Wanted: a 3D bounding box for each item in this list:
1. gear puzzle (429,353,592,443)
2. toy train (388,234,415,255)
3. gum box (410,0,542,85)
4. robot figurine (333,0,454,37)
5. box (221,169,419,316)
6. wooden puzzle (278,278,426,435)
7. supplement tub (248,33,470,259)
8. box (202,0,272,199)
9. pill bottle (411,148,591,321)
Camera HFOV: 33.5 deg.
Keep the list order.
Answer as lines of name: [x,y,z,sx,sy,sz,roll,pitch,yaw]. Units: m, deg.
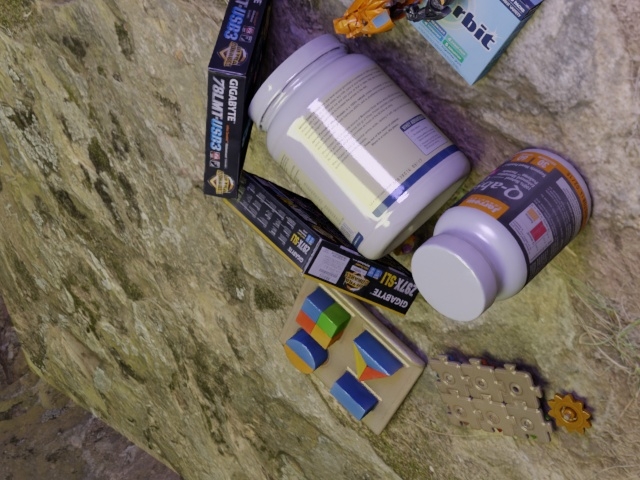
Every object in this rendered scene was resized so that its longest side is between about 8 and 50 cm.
gear puzzle: [0.359,0.291,1.988,0.338,0.044,0.176,3,121,46]
toy train: [0.137,-0.032,1.955,0.166,0.046,0.125,-24,80,64]
gum box: [0.220,-0.343,1.564,0.157,0.041,0.184,48,147,9]
robot figurine: [0.104,-0.405,1.563,0.291,0.085,0.211,-17,88,64]
box: [0.000,0.000,1.903,0.322,0.257,0.079,41,105,50]
wooden puzzle: [0.045,0.250,2.290,0.322,0.080,0.348,42,145,15]
supplement tub: [0.060,-0.156,1.754,0.325,0.235,0.235,48,146,8]
box: [-0.144,-0.275,1.859,0.073,0.296,0.293,9,138,1]
pill bottle: [0.271,-0.009,1.596,0.162,0.278,0.162,30,140,29]
